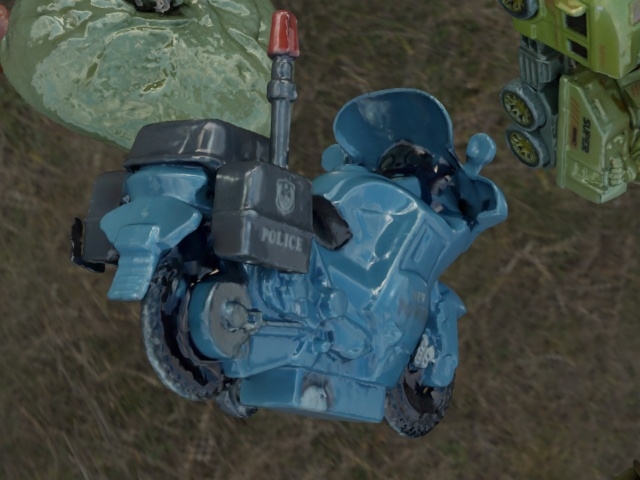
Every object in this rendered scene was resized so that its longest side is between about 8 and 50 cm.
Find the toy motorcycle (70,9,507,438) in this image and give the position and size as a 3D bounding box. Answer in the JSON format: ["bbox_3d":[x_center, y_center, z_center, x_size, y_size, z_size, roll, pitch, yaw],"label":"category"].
[{"bbox_3d":[0.000,0.000,0.776,0.272,0.123,0.182,17,74,-53],"label":"toy motorcycle"}]

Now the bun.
[{"bbox_3d":[-0.112,-0.141,1.107,0.221,0.221,0.108,13,126,-25],"label":"bun"}]

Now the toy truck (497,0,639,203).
[{"bbox_3d":[0.173,-0.100,0.924,0.085,0.116,0.191,-37,143,-21],"label":"toy truck"}]

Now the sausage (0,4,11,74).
[{"bbox_3d":[-0.403,-0.178,1.706,0.194,0.077,0.077,-47,118,1],"label":"sausage"}]

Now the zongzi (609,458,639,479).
[{"bbox_3d":[0.249,0.304,0.974,0.123,0.260,0.289,-36,95,20],"label":"zongzi"}]
